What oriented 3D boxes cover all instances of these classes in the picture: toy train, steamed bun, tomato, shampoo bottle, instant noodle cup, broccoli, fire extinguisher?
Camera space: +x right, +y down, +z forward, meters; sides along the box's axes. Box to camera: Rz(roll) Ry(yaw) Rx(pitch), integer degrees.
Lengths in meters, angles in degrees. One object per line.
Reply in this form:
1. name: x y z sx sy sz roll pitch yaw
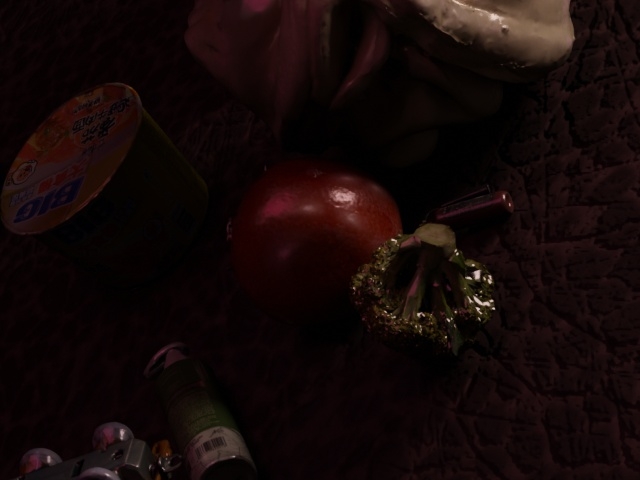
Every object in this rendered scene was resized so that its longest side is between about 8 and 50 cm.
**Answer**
1. toy train: -0.213 0.251 1.486 0.219 0.127 0.089 -21 27 15
2. steamed bun: 0.062 -0.191 1.505 0.339 0.352 0.247 154 113 -71
3. tomato: 0.000 0.000 1.494 0.167 0.167 0.167 -26 41 25
4. shampoo bottle: -0.117 0.166 1.521 0.065 0.065 0.204 -41 37 7
5. instant noodle cup: -0.224 -0.052 1.755 0.205 0.153 0.205 -28 41 27
6. broccoli: 0.090 0.043 1.388 0.130 0.120 0.131 25 36 26
7. fire extinguisher: 0.129 -0.030 1.488 0.100 0.032 0.046 -16 56 26
